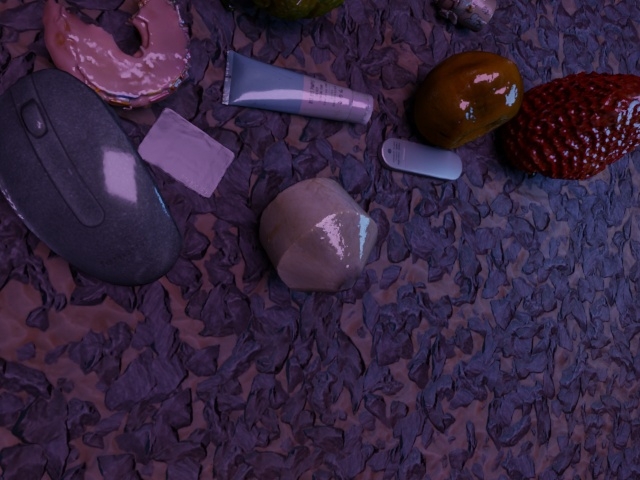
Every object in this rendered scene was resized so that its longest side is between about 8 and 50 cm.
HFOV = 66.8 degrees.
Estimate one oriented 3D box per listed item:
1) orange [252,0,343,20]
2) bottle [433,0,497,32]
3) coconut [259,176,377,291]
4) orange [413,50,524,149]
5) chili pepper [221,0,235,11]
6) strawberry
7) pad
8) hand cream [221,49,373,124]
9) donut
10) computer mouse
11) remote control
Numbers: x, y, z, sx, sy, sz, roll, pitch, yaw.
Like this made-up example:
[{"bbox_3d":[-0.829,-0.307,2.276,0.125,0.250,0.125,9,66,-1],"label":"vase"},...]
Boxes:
[{"bbox_3d":[-0.060,-0.567,0.916,0.301,0.223,0.300,41,74,-14],"label":"orange"},{"bbox_3d":[0.350,-0.591,1.208,0.152,0.099,0.098,19,78,-19],"label":"bottle"},{"bbox_3d":[0.000,0.000,0.906,0.202,0.202,0.222,-15,50,-28],"label":"coconut"},{"bbox_3d":[0.335,-0.334,1.113,0.249,0.249,0.183,-21,81,-27],"label":"orange"},{"bbox_3d":[-0.190,-0.491,0.952,0.027,0.022,0.083,-14,95,5],"label":"chili pepper"},{"bbox_3d":[0.654,-0.292,1.204,0.312,0.351,0.266,6,76,-22],"label":"strawberry"},{"bbox_3d":[-0.249,-0.162,0.911,0.157,0.003,0.112,33,73,-23],"label":"pad"},{"bbox_3d":[-0.045,-0.299,1.004,0.313,0.070,0.111,8,85,-19],"label":"hand cream"},{"bbox_3d":[-0.333,-0.319,0.829,0.233,0.085,0.199,-26,98,-27],"label":"donut"},{"bbox_3d":[-0.360,-0.086,0.753,0.203,0.114,0.373,-32,106,4],"label":"computer mouse"},{"bbox_3d":[0.243,-0.193,1.164,0.245,0.022,0.077,6,82,-27],"label":"remote control"}]
